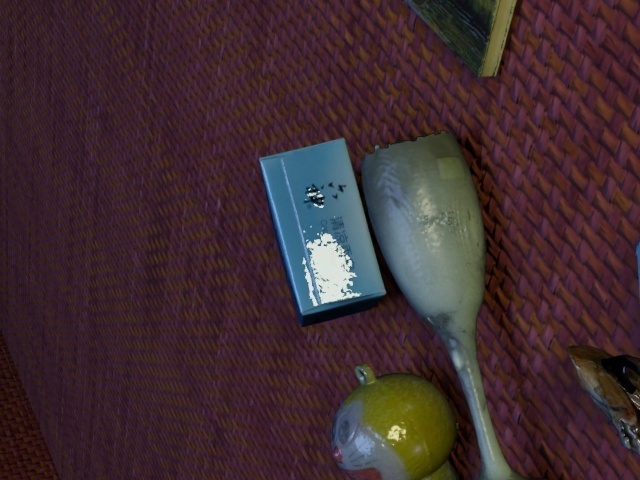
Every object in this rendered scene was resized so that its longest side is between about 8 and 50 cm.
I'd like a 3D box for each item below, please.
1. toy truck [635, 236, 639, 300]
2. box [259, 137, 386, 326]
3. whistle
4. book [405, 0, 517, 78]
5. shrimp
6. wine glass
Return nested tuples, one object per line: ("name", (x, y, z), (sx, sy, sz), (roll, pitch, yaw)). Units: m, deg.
("toy truck", (0.237, 0.040, 0.819), (0.073, 0.056, 0.090), (100, 160, -44))
("box", (0.000, 0.000, 1.159), (0.232, 0.083, 0.142), (106, 150, -83))
("whistle", (0.080, 0.217, 1.152), (0.223, 0.123, 0.123), (65, 155, -5))
("book", (0.117, -0.264, 0.967), (0.160, 0.024, 0.228), (-123, 32, -42))
("shrimp", (0.237, 0.136, 0.776), (0.046, 0.152, 0.219), (-47, 58, 8))
("wine glass", (0.172, 0.045, 0.977), (0.264, 0.096, 0.309), (-20, 81, 41))
